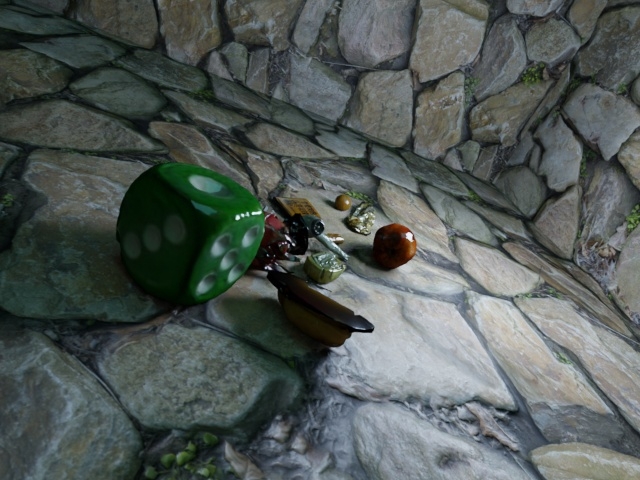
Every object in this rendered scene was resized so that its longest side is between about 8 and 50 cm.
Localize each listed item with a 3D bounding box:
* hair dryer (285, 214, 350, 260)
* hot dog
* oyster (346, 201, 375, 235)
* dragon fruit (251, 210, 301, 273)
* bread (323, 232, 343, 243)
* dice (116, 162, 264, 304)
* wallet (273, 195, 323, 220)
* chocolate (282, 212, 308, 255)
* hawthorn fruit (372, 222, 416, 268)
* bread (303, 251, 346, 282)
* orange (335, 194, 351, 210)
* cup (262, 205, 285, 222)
[{"bbox_3d":[-0.032,-0.016,1.832,0.229,0.092,0.267,19,-20,40],"label":"hair dryer"},{"bbox_3d":[-0.017,0.212,1.390,0.326,0.107,0.194,34,16,38],"label":"hot dog"},{"bbox_3d":[0.196,-0.121,2.246,0.128,0.079,0.345,18,28,5],"label":"oyster"},{"bbox_3d":[-0.183,0.003,1.530,0.274,0.192,0.193,15,49,-18],"label":"dragon fruit"},{"bbox_3d":[0.050,-0.007,1.929,0.083,0.036,0.047,2,37,-36],"label":"bread"},{"bbox_3d":[-0.349,-0.024,1.311,0.297,0.300,0.287,35,24,21],"label":"dice"},{"bbox_3d":[-0.091,-0.128,2.022,0.161,0.042,0.195,5,32,-35],"label":"wallet"},{"bbox_3d":[-0.128,-0.008,1.680,0.133,0.156,0.156,-11,41,-28],"label":"chocolate"},{"bbox_3d":[0.306,0.017,1.956,0.185,0.185,0.202,32,22,13],"label":"hawthorn fruit"},{"bbox_3d":[0.016,0.089,1.685,0.117,0.064,0.156,37,29,19],"label":"bread"},{"bbox_3d":[0.105,-0.177,2.258,0.085,0.085,0.085,20,26,-10],"label":"orange"},{"bbox_3d":[-0.189,-0.066,1.793,0.099,0.102,0.074,36,61,-13],"label":"cup"}]
